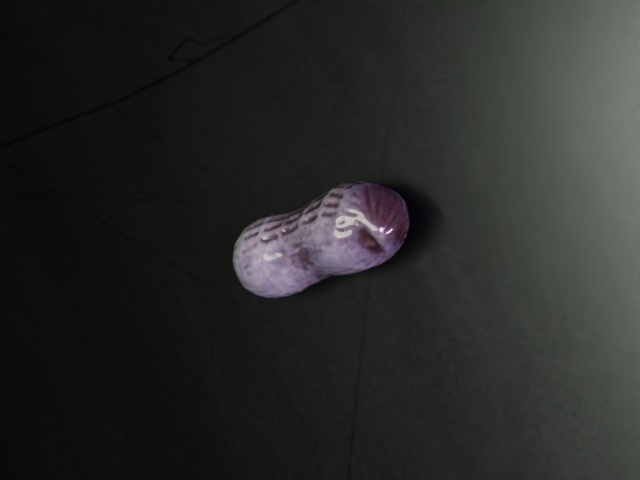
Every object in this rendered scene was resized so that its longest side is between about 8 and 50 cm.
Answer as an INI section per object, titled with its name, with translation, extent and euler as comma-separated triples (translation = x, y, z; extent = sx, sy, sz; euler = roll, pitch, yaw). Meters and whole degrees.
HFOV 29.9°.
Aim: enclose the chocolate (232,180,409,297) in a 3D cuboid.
[chocolate]
translation = 0.000, 0.000, 0.953
extent = 0.167, 0.072, 0.072
euler = -23, 81, 34
